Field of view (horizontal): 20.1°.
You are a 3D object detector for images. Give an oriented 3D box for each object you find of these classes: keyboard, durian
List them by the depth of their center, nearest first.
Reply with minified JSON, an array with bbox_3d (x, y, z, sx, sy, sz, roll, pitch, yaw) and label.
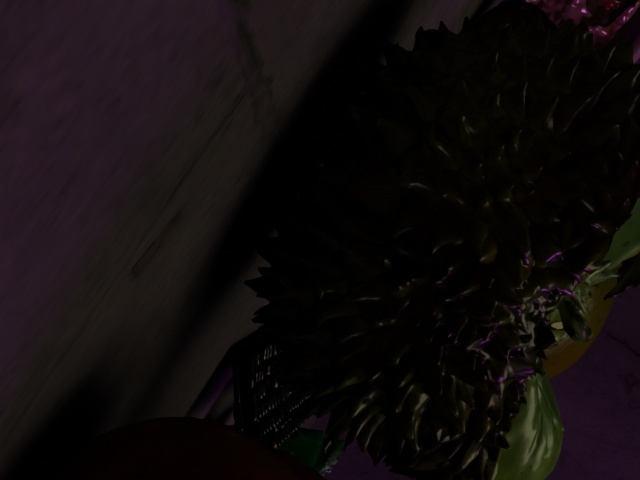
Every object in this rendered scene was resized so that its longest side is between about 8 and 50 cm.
[{"bbox_3d":[0.068,0.003,0.781,0.237,0.177,0.200,-54,-172,47],"label":"durian"},{"bbox_3d":[-0.027,0.089,1.127,0.231,0.023,0.072,-16,104,-82],"label":"keyboard"}]

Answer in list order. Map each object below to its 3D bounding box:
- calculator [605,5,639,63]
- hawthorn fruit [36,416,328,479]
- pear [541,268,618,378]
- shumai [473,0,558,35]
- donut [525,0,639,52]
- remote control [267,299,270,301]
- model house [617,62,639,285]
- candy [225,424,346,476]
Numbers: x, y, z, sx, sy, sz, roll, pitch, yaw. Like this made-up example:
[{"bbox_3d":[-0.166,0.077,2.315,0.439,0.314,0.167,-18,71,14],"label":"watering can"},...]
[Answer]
[{"bbox_3d":[0.207,-0.135,1.147,0.166,0.024,0.103,-54,172,31],"label":"calculator"},{"bbox_3d":[-0.066,0.181,0.672,0.225,0.196,0.196,-39,178,9],"label":"hawthorn fruit"},{"bbox_3d":[0.088,0.015,1.155,0.216,0.180,0.166,168,-77,-67],"label":"pear"},{"bbox_3d":[0.113,-0.105,1.135,0.080,0.082,0.083,-43,145,-64],"label":"shumai"},{"bbox_3d":[0.203,-0.213,1.202,0.199,0.085,0.233,-54,174,-12],"label":"donut"},{"bbox_3d":[0.000,0.000,1.007,0.053,0.018,0.124,-57,175,19],"label":"remote control"},{"bbox_3d":[0.173,-0.037,1.424,0.249,0.230,0.280,-46,171,-6],"label":"model house"},{"bbox_3d":[-0.068,0.183,1.222,0.141,0.078,0.203,-67,162,0],"label":"candy"}]
